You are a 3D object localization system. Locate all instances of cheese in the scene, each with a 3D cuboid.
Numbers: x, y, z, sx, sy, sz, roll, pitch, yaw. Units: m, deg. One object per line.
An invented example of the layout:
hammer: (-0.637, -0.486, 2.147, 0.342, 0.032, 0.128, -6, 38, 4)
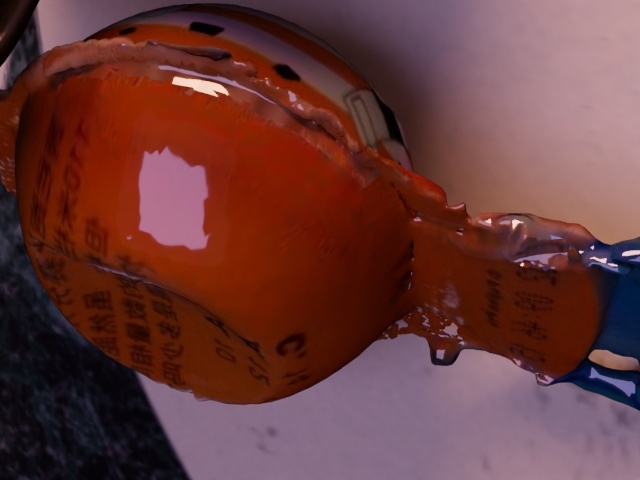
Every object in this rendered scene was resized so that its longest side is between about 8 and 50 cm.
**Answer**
cheese: (0.000, 0.000, 0.544, 0.329, 0.129, 0.217, 15, 150, 16)

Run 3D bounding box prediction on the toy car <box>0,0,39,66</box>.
toy car: (-0.116, -0.184, 0.457, 0.240, 0.340, 0.271, 32, 164, 26)
